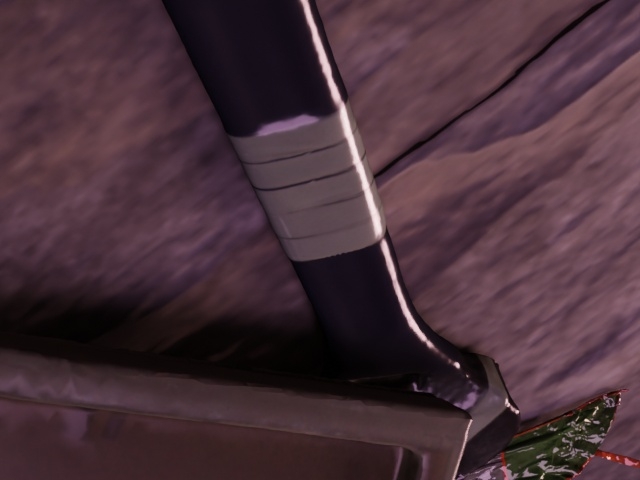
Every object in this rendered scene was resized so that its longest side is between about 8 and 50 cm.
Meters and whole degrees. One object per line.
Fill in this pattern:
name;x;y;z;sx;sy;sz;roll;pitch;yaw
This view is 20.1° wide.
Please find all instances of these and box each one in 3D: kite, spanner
kite;0.098;0.156;0.749;0.244;0.006;0.198;22;93;-22
spanner;0.000;0.000;0.594;0.087;0.024;0.316;-22;140;2

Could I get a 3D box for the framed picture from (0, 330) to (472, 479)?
framed picture;-0.176;0.176;0.542;0.446;0.028;0.326;12;97;-33
